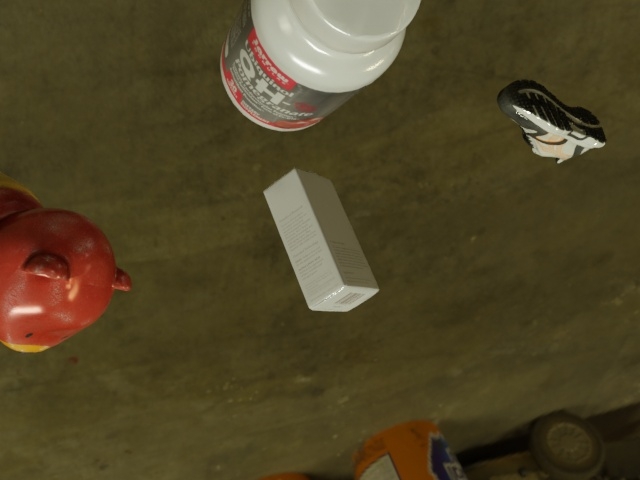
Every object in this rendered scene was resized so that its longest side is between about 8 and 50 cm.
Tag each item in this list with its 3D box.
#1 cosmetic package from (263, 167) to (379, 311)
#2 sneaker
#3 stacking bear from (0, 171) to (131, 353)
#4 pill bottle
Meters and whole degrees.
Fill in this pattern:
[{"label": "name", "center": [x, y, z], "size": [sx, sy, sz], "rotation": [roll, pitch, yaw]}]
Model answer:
[{"label": "cosmetic package", "center": [0.000, 0.000, 1.172], "size": [0.085, 0.231, 0.117], "rotation": [-35, 155, 25]}, {"label": "sneaker", "center": [0.160, -0.080, 0.497], "size": [0.109, 0.040, 0.043], "rotation": [16, 145, -36]}, {"label": "stacking bear", "center": [-0.306, 0.011, 0.600], "size": [0.175, 0.289, 0.164], "rotation": [38, 67, -64]}, {"label": "pill bottle", "center": [-0.007, -0.245, 0.808], "size": [0.176, 0.176, 0.318], "rotation": [-9, 179, -18]}]
